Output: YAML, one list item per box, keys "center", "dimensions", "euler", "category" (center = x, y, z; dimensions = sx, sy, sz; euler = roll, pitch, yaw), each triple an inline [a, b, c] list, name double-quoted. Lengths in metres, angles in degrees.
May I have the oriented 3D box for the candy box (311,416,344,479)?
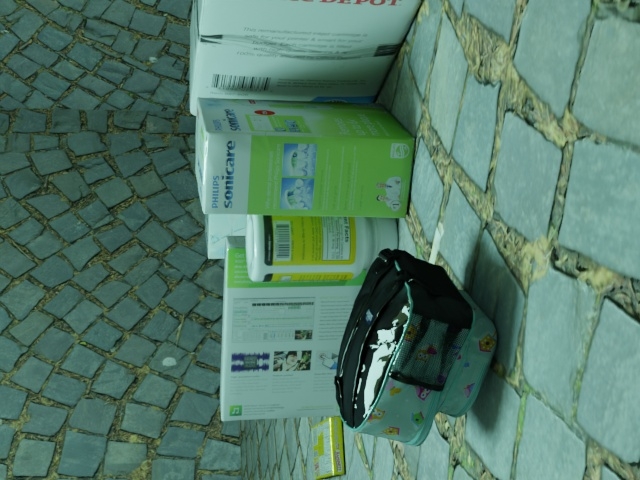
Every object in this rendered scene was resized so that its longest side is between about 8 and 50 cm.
- center: [0.012, 0.397, 1.875]
  dimensions: [0.206, 0.027, 0.105]
  euler: [123, 143, -72]
  category: "candy box"

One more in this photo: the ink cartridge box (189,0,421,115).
- center: [-0.035, -0.332, 1.411]
  dimensions: [0.395, 0.285, 0.166]
  euler: [118, 150, -68]
  category: "ink cartridge box"

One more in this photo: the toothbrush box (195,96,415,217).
- center: [-0.031, -0.121, 1.403]
  dimensions: [0.206, 0.283, 0.122]
  euler: [-114, 26, -67]
  category: "toothbrush box"

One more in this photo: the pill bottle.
- center: [0.000, 0.000, 1.437]
  dimensions: [0.119, 0.208, 0.119]
  euler: [180, 90, -79]
  category: "pill bottle"

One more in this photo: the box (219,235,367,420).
- center: [-0.047, 0.145, 1.632]
  dimensions: [0.058, 0.232, 0.322]
  euler: [-115, 28, -64]
  category: "box"

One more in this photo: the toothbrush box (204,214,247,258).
- center: [-0.144, -0.113, 2.189]
  dimensions: [0.126, 0.216, 0.295]
  euler: [-107, 20, -57]
  category: "toothbrush box"

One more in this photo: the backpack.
- center: [0.095, 0.125, 1.075]
  dimensions: [0.188, 0.144, 0.166]
  euler: [-63, 20, 13]
  category: "backpack"
